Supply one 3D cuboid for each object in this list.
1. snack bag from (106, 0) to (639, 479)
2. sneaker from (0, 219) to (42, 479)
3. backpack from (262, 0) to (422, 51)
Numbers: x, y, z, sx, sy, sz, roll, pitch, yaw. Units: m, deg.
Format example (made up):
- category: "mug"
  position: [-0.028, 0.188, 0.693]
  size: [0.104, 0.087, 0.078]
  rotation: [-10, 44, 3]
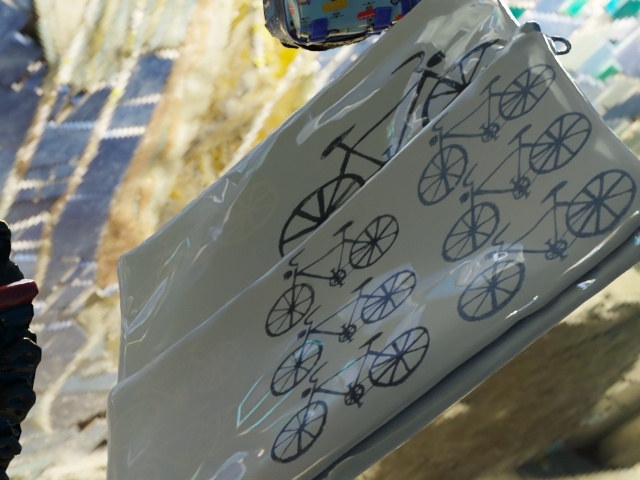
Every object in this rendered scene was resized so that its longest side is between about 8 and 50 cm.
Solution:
- category: "snack bag"
  position: [0.000, 0.000, 0.665]
  size: [0.037, 0.323, 0.342]
  rotation: [42, 18, -26]
- category: "sneaker"
  position: [-0.180, -0.006, 0.434]
  size: [0.104, 0.125, 0.262]
  rotation: [-7, 78, -46]
- category: "backpack"
  position: [0.042, -0.227, 0.945]
  size: [0.117, 0.173, 0.158]
  rotation: [-140, -138, -71]
